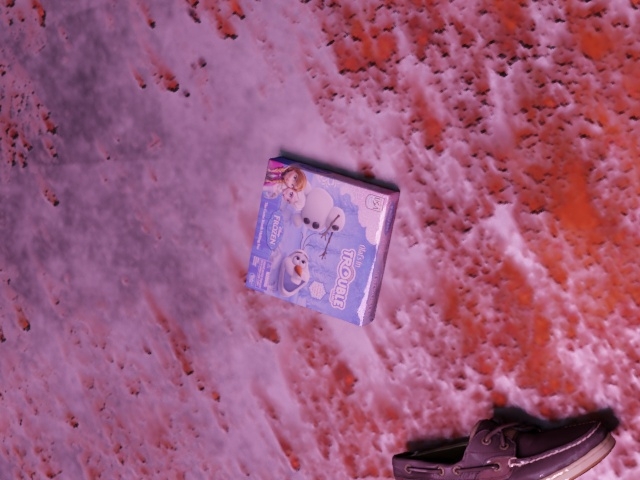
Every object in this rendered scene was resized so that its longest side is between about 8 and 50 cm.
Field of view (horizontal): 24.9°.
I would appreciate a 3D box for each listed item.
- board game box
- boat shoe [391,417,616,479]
[{"bbox_3d":[0.000,0.000,0.945,0.090,0.020,0.090,17,107,23],"label":"board game box"},{"bbox_3d":[0.107,0.135,0.894,0.152,0.056,0.049,-24,93,29],"label":"boat shoe"}]
